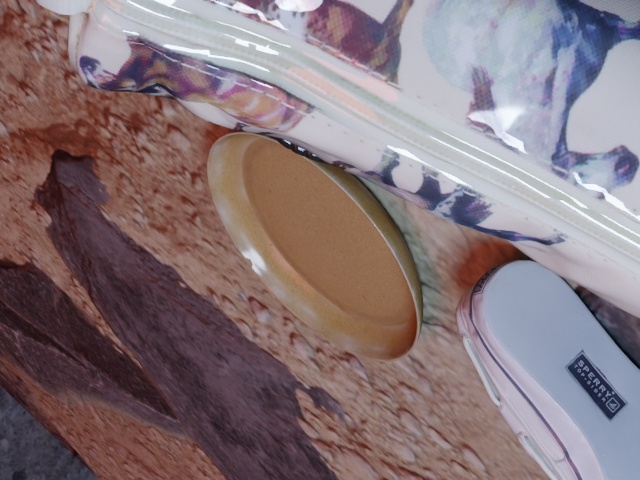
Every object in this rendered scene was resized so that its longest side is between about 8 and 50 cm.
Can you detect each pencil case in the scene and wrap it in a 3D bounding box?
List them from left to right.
[{"bbox_3d":[0.083,-0.067,0.619,0.410,0.183,0.160,25,118,-4],"label":"pencil case"}]

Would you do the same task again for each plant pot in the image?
[{"bbox_3d":[0.000,0.000,1.147,0.236,0.032,0.236,36,151,24],"label":"plant pot"}]

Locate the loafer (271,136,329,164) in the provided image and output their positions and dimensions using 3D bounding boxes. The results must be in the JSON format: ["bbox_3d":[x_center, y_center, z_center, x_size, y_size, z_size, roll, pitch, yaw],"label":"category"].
[{"bbox_3d":[-0.032,-0.138,0.966,0.220,0.078,0.080,37,140,-12],"label":"loafer"}]

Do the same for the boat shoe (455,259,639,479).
[{"bbox_3d":[0.188,0.136,0.976,0.267,0.096,0.088,49,158,1],"label":"boat shoe"}]
